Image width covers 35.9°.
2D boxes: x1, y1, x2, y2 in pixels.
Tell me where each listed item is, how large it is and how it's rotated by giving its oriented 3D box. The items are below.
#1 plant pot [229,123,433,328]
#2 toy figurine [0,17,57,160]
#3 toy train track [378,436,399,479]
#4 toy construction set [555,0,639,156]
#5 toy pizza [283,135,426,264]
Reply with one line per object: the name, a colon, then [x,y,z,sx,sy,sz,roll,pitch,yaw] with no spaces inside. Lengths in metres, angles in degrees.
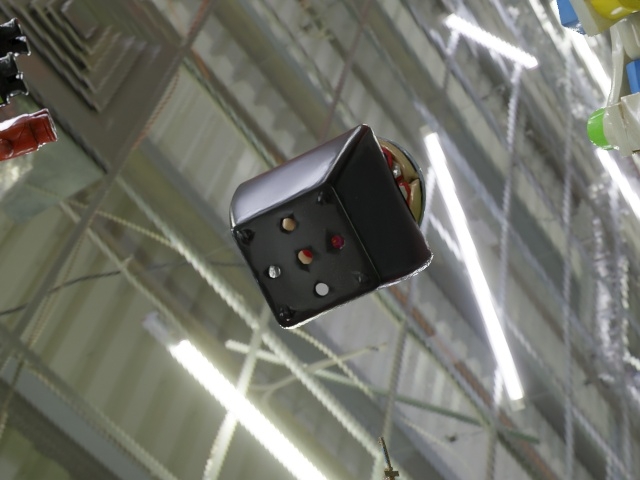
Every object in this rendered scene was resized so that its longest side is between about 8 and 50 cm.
plant pot: [0.000,0.000,1.127,0.188,0.187,0.167,63,-163,-8]
toy figurine: [-0.430,-0.202,1.195,0.209,0.148,0.213,91,158,-74]
toy train track: [0.103,0.353,1.563,0.048,0.014,0.083,21,-130,-56]
toy construction set: [0.293,-0.149,0.625,0.151,0.327,0.215,-167,57,-83]
toy pizza: [0.036,-0.045,1.251,0.032,0.201,0.201,38,-142,-58]
